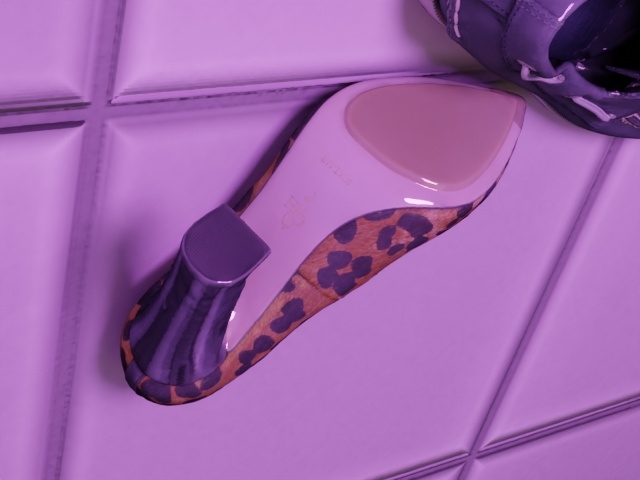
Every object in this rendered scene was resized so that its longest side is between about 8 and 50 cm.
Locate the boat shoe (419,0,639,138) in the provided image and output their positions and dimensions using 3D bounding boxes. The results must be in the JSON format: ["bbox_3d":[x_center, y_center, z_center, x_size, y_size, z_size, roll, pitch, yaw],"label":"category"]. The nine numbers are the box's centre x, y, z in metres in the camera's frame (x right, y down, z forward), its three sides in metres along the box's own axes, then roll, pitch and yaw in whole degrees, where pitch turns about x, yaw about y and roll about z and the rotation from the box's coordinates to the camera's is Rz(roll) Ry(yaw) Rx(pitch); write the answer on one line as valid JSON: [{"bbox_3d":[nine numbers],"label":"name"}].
[{"bbox_3d":[0.184,-0.106,0.645,0.319,0.099,0.116,13,117,-46],"label":"boat shoe"}]

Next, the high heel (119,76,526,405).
[{"bbox_3d":[0.000,0.000,0.644,0.261,0.093,0.186,-29,165,-33],"label":"high heel"}]
